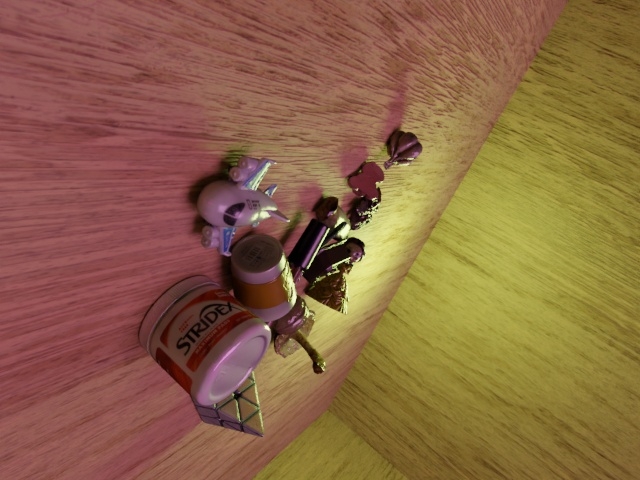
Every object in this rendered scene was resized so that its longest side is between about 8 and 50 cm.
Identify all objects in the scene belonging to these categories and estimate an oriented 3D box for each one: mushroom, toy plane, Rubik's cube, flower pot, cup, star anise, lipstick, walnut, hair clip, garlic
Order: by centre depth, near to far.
[{"bbox_3d":[-0.185,-0.081,1.087,0.267,0.123,0.266,-42,153,-27],"label":"toy plane"},{"bbox_3d":[-0.167,0.085,1.338,0.226,0.186,0.241,87,8,-50],"label":"cup"},{"bbox_3d":[-0.101,0.120,1.478,0.418,0.077,0.077,-60,158,5],"label":"lipstick"},{"bbox_3d":[0.000,0.000,1.602,0.230,0.039,0.070,-36,161,14],"label":"hair clip"},{"bbox_3d":[0.173,-0.222,1.657,0.138,0.123,0.102,-51,-172,4],"label":"hair clip"},{"bbox_3d":[0.055,-0.069,1.664,0.100,0.081,0.312,-47,160,-4],"label":"mushroom"},{"bbox_3d":[0.019,0.085,1.711,0.179,0.084,0.251,-38,172,28],"label":"flower pot"},{"bbox_3d":[-0.348,0.611,1.725,0.229,0.234,0.228,-154,-125,-77],"label":"Rubik's cube"},{"bbox_3d":[-0.119,0.283,1.741,0.162,0.140,0.140,-38,155,-14],"label":"walnut"},{"bbox_3d":[0.299,-0.341,1.742,0.194,0.131,0.127,-36,170,-26],"label":"garlic"},{"bbox_3d":[0.183,-0.118,1.865,0.212,0.073,0.196,-48,164,-27],"label":"star anise"},{"bbox_3d":[-0.079,0.450,1.893,0.208,0.301,0.233,-25,147,12],"label":"mushroom"}]

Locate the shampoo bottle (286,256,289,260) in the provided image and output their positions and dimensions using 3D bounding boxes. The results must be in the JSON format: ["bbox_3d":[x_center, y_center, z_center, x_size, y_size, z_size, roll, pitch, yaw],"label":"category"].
[{"bbox_3d":[-0.189,0.224,1.580,0.359,0.078,0.134,-56,158,1],"label":"shampoo bottle"}]

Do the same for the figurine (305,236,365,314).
[{"bbox_3d":[0.092,0.131,1.946,0.315,0.188,0.168,-63,154,-2],"label":"figurine"}]

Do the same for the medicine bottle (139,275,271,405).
[{"bbox_3d":[-0.294,0.258,1.188,0.252,0.241,0.252,-45,156,-26],"label":"medicine bottle"}]
